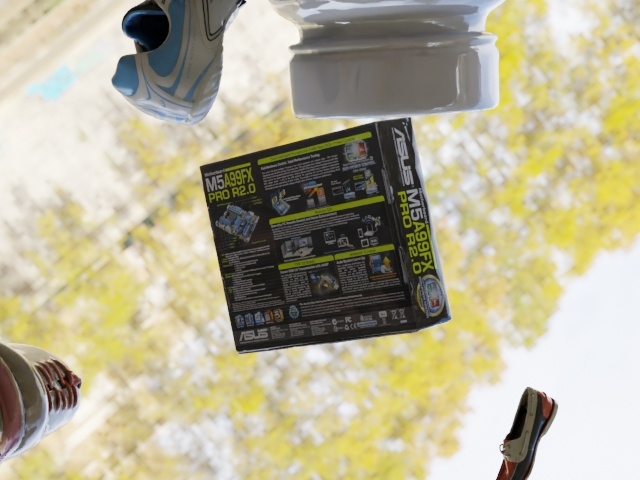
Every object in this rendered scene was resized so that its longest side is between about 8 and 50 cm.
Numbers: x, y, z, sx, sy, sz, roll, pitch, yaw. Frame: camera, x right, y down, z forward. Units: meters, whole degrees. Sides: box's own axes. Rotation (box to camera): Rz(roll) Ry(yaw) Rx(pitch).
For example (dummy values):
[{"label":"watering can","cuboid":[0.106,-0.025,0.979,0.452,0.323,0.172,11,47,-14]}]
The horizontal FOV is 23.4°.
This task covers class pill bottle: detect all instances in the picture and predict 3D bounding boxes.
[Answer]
[{"label":"pill bottle","cuboid":[0.052,-0.282,1.237,0.204,0.361,0.204,-3,-173,0]}]

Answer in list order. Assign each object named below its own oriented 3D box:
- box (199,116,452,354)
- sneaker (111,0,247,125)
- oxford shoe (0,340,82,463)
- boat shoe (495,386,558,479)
[{"label":"box","cuboid":[0.000,0.000,1.627,0.270,0.216,0.060,-12,180,43]},{"label":"sneaker","cuboid":[-0.106,-0.183,1.220,0.085,0.086,0.237,-52,-162,38]},{"label":"oxford shoe","cuboid":[-0.269,0.125,1.341,0.130,0.123,0.348,-14,-179,-21]},{"label":"boat shoe","cuboid":[0.236,0.241,1.832,0.137,0.043,0.049,-64,-157,-5]}]
